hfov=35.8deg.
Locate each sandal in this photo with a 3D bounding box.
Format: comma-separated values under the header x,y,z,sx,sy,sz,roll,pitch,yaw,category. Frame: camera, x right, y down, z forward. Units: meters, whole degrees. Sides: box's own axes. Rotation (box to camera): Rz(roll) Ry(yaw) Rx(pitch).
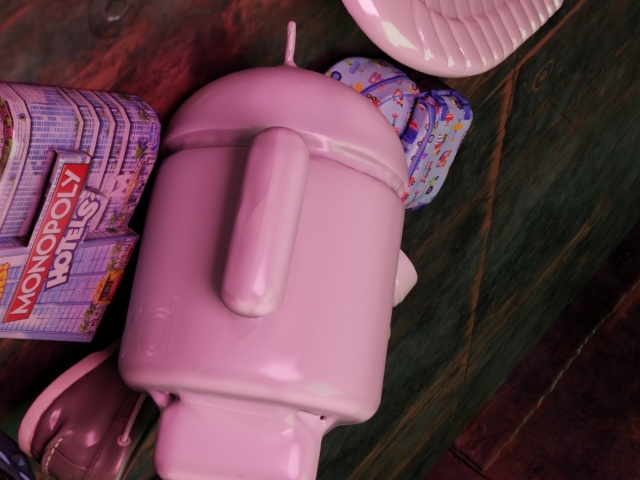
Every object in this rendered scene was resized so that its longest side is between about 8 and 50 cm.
x,y,z,sx,sy,sz,roll,pitch,yaw,category
0.122,-0.233,0.939,0.102,0.169,0.416,-20,-178,39,sandal

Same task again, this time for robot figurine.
x,y,z,sx,sy,sz,roll,pitch,yaw,category
-0.040,0.017,0.771,0.300,0.200,0.353,113,-14,-74,robot figurine

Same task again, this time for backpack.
x,y,z,sx,sy,sz,roll,pitch,yaw,category
0.050,-0.101,0.980,0.173,0.117,0.158,-9,130,-56,backpack

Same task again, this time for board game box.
x,y,z,sx,sy,sz,roll,pitch,yaw,category
-0.207,-0.008,0.679,0.194,0.060,0.194,-10,132,-60,board game box

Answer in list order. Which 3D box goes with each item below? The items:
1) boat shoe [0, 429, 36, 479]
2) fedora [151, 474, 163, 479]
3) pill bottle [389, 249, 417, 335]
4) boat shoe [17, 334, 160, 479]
x,y,z,sx,sy,sz,roll,pitch,yaw,category
-0.279,0.167,0.743,0.109,0.089,0.258,-54,158,-2,boat shoe
-0.137,0.421,1.235,0.334,0.334,0.152,-31,179,-43,fedora
-0.021,0.106,1.085,0.272,0.152,0.152,-47,156,-16,pill bottle
-0.125,0.102,0.902,0.335,0.095,0.112,-45,162,-41,boat shoe
